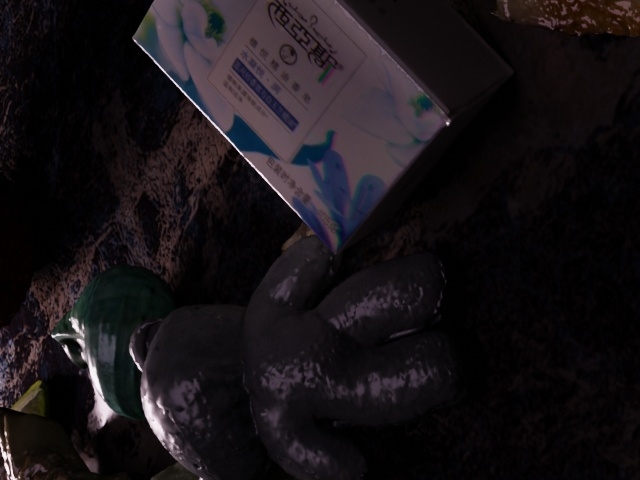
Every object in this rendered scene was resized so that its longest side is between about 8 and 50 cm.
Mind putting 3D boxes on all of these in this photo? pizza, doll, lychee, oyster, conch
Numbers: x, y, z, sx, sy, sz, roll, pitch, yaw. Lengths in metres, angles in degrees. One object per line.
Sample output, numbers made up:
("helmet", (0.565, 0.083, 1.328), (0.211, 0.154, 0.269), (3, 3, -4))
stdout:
("pizza", (0.226, -0.222, 1.178), (0.147, 0.069, 0.226), (41, 133, 16))
("doll", (-0.007, 0.125, 1.483), (0.340, 0.158, 0.245), (-22, 74, 20))
("lychee", (-0.493, 0.024, 2.032), (0.300, 0.264, 0.264), (-48, 57, 49))
("oyster", (0.000, 0.000, 1.558), (0.080, 0.038, 0.083), (-53, 19, 12))
("conch", (-0.195, 0.116, 1.751), (0.202, 0.134, 0.196), (44, 169, 35))

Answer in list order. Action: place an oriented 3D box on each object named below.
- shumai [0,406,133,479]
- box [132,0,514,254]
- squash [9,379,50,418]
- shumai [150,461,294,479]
("shumai", (-0.309, 0.343, 1.929), (0.346, 0.217, 0.283), (-54, 30, 34))
("box", (-0.003, -0.158, 1.378), (0.274, 0.116, 0.203), (47, 134, 7))
("squash", (-0.446, 0.295, 2.111), (0.111, 0.203, 0.288), (-76, -9, -71))
("shumai", (-0.052, 0.368, 1.582), (0.309, 0.304, 0.263), (25, 149, 50))
